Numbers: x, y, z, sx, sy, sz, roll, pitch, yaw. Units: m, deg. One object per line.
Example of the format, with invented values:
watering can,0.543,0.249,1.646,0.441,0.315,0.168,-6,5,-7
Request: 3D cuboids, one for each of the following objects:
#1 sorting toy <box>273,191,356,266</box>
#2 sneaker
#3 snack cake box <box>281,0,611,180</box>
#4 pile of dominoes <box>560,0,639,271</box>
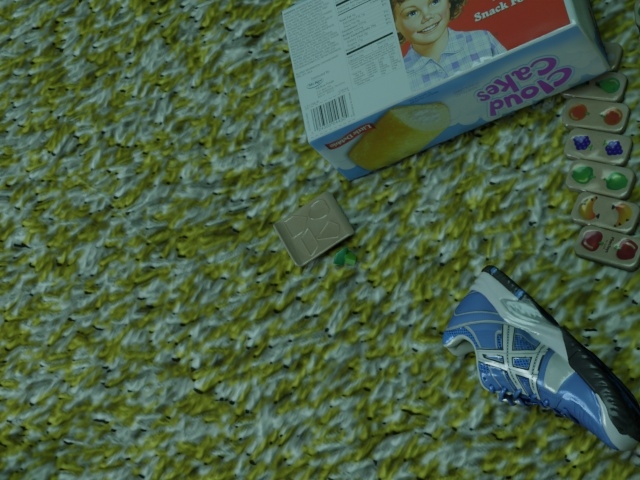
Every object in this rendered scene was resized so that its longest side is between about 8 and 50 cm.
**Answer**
sorting toy,0.000,0.000,1.644,0.062,0.012,0.083,-31,54,0
sneaker,0.182,0.109,1.481,0.081,0.080,0.211,-48,47,2
snack cake box,0.108,-0.180,1.629,0.264,0.089,0.152,-22,57,19
pile of dominoes,0.298,-0.094,1.550,0.196,0.040,0.251,-10,61,18
